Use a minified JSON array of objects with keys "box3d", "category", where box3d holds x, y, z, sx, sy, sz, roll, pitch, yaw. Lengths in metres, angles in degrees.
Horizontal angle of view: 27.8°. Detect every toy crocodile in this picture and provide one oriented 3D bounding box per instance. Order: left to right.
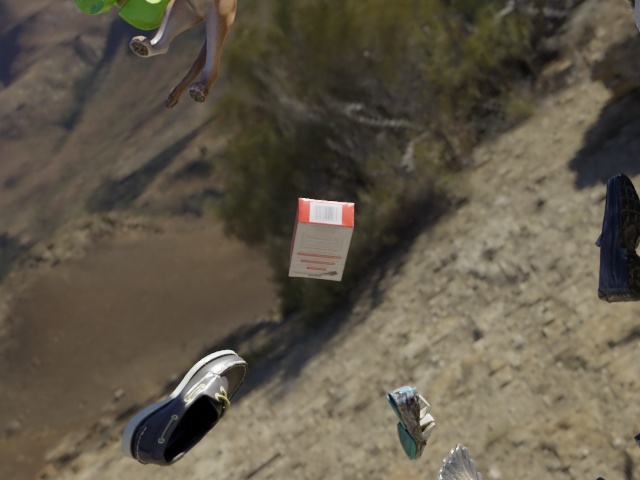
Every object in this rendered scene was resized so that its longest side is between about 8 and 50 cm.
[{"box3d":[-0.352,-0.445,1.965,0.105,0.340,0.115,-47,-9,30],"category":"toy crocodile"}]

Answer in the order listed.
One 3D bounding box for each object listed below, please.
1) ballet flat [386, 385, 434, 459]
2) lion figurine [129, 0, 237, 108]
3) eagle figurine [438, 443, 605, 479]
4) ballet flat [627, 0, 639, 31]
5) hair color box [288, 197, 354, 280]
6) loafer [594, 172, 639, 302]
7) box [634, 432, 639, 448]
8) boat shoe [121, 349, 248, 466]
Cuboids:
[{"box3d":[0.095,0.182,1.295,0.041,0.114,0.041,-7,50,9],"category":"ballet flat"},{"box3d":[-0.169,-0.380,1.772,0.392,0.142,0.240,101,-170,-56],"category":"lion figurine"},{"box3d":[0.229,0.408,1.525,0.225,0.226,0.298,12,84,42],"category":"eagle figurine"},{"box3d":[0.463,-0.251,1.692,0.077,0.241,0.091,-13,-21,-32],"category":"ballet flat"},{"box3d":[0.000,0.000,2.152,0.167,0.093,0.053,102,172,-55],"category":"hair color box"},{"box3d":[0.379,-0.002,1.669,0.061,0.062,0.170,-15,67,46],"category":"loafer"},{"box3d":[0.519,0.337,1.881,0.027,0.094,0.137,-33,17,-9],"category":"box"},{"box3d":[-0.162,0.224,1.709,0.069,0.081,0.228,16,37,32],"category":"boat shoe"}]
